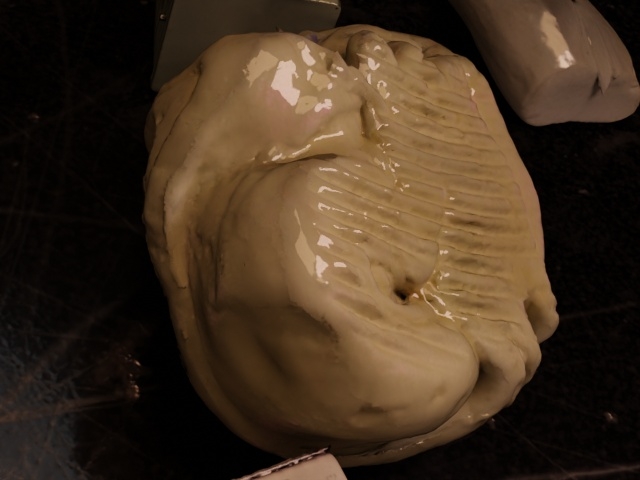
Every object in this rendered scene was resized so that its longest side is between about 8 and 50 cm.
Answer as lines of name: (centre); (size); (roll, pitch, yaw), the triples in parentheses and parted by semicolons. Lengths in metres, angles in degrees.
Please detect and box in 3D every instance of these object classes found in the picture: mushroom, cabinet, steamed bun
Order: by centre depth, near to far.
steamed bun: (0.000, 0.000, 1.014); (0.339, 0.247, 0.352); (0, 71, -51)
cabinet: (-0.077, -0.253, 1.254); (0.150, 0.145, 0.206); (8, 51, -14)
mushroom: (0.196, -0.257, 1.394); (0.159, 0.122, 0.328); (16, 37, -58)

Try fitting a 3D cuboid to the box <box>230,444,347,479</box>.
box: (-0.009, 0.255, 0.886); (0.099, 0.133, 0.182); (-15, 62, -30)
